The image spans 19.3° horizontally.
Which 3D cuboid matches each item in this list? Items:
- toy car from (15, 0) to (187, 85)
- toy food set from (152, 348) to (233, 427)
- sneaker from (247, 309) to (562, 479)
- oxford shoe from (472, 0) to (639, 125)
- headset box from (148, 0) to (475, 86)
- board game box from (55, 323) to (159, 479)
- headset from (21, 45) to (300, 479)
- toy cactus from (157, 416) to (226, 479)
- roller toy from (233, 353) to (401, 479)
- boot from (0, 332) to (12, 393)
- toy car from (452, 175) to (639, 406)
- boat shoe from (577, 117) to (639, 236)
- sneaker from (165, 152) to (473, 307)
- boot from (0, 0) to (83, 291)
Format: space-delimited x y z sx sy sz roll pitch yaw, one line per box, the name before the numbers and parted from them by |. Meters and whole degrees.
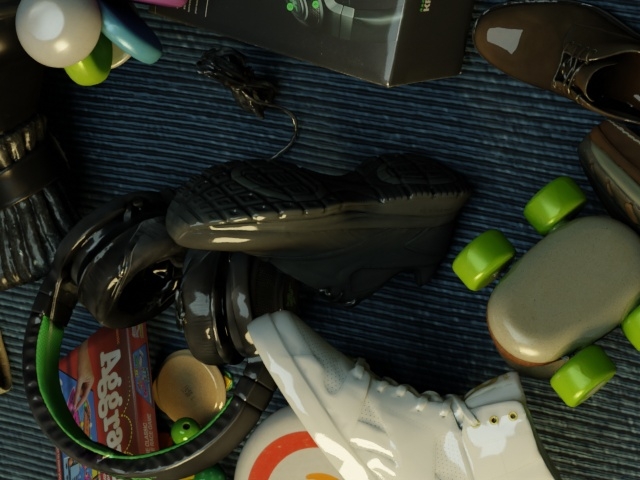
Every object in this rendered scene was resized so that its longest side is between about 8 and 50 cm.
toy car | -0.180 -0.226 1.622 0.136 0.159 0.182 -1 92 14
toy food set | -0.127 0.148 1.858 0.082 0.020 0.083 36 113 18
sneaker | 0.083 0.141 1.576 0.169 0.108 0.292 -39 95 6
oxford shoe | 0.223 -0.152 1.582 0.227 0.096 0.083 19 108 26
headset box | 0.013 -0.285 1.634 0.283 0.131 0.246 19 109 29
board game box | -0.206 0.222 1.818 0.145 0.027 0.281 -36 51 39
headset | -0.135 0.024 1.717 0.243 0.185 0.394 20 80 23
toy cactus | -0.119 0.276 1.845 0.180 0.112 0.219 18 104 5
roller toy | 0.027 0.231 1.718 0.209 0.146 0.191 38 114 17
boot | -0.426 0.094 1.978 0.165 0.077 0.213 -29 89 29
toy car | 0.203 0.063 1.599 0.149 0.188 0.155 -36 75 -11
boat shoe | 0.354 0.005 1.537 0.120 0.122 0.324 -43 65 -6
sneaker | 0.000 0.000 1.637 0.109 0.286 0.130 -131 46 -53
boot | -0.294 -0.092 1.781 0.348 0.131 0.260 150 104 -73
